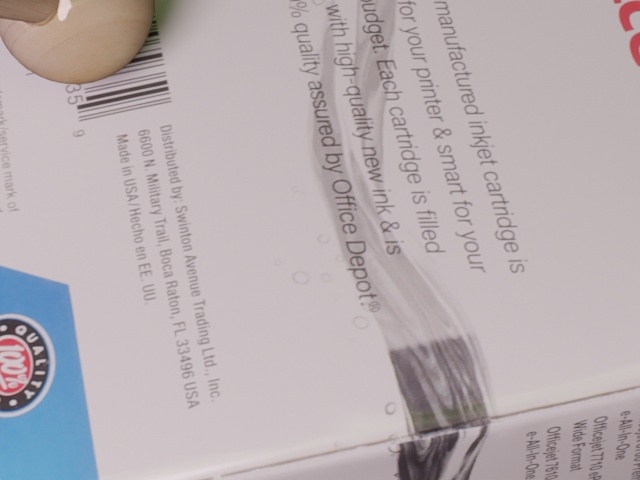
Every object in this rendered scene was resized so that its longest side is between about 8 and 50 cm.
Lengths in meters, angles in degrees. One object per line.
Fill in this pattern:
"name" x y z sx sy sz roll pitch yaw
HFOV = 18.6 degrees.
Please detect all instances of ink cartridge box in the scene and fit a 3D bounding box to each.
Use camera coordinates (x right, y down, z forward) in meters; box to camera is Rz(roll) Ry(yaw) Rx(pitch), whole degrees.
"ink cartridge box" 0.000 0.000 0.690 0.307 0.129 0.223 -12 58 -2

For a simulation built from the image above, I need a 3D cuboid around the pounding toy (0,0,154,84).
"pounding toy" -0.046 -0.163 0.574 0.110 0.183 0.237 13 91 14
